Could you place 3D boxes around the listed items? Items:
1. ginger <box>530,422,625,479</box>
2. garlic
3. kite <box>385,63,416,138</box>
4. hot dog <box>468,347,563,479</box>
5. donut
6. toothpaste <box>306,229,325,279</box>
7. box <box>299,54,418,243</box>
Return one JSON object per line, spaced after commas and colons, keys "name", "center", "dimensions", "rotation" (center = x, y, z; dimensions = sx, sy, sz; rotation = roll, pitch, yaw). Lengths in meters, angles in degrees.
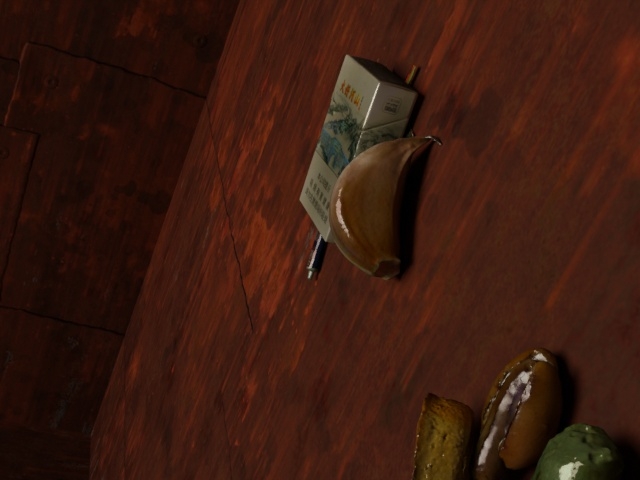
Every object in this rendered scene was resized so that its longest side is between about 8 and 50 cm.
{"name": "ginger", "center": [0.211, 0.286, 0.660], "dimensions": [0.137, 0.089, 0.290], "rotation": [99, 174, -49]}
{"name": "garlic", "center": [0.070, -0.057, 1.206], "dimensions": [0.128, 0.115, 0.207], "rotation": [-177, 103, -76]}
{"name": "kite", "center": [0.112, -0.199, 1.330], "dimensions": [0.190, 0.010, 0.159], "rotation": [-103, 31, -43]}
{"name": "hot dog", "center": [0.185, 0.170, 0.831], "dimensions": [0.090, 0.060, 0.140], "rotation": [-104, 28, -61]}
{"name": "donut", "center": [0.123, 0.231, 0.883], "dimensions": [0.152, 0.058, 0.152], "rotation": [6, -90, -76]}
{"name": "toothpaste", "center": [0.000, 0.000, 1.485], "dimensions": [0.037, 0.021, 0.140], "rotation": [12, 85, 65]}
{"name": "box", "center": [0.052, -0.139, 1.342], "dimensions": [0.164, 0.069, 0.257], "rotation": [-122, 46, -59]}
